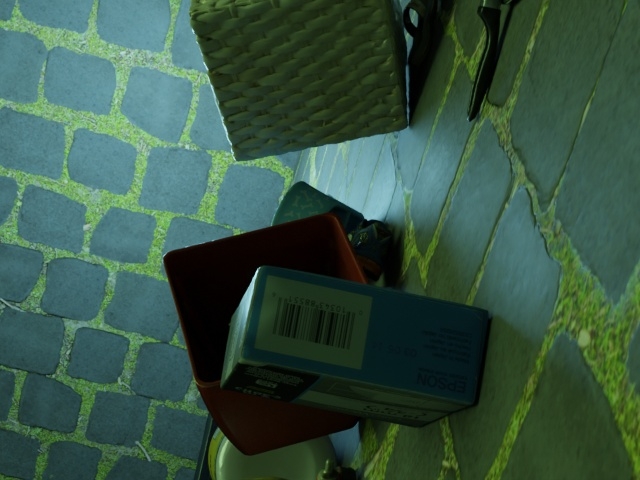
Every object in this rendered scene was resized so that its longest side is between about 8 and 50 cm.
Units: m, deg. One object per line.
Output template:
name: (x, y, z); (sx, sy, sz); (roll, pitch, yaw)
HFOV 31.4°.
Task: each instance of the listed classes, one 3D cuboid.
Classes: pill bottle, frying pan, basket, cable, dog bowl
pill bottle: (-0.088, 0.362, 1.871); (0.334, 0.188, 0.188); (142, 142, -79)
frying pan: (0.221, -0.331, 1.395); (0.197, 0.053, 0.326); (-85, 14, -56)
basket: (-0.025, -0.344, 1.900); (0.266, 0.331, 0.328); (-93, -9, -49)
cable: (-0.011, 0.423, 1.613); (0.139, 0.072, 0.287); (-77, 5, -51)
dog bowl: (0.000, 0.000, 1.919); (0.166, 0.074, 0.297); (-71, -19, -1)

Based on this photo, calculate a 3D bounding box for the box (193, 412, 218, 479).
box: (-0.148, 0.463, 2.158); (0.103, 0.184, 0.261); (121, 161, -68)

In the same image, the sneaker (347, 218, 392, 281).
sneaker: (0.075, 0.009, 1.796); (0.087, 0.083, 0.221); (-60, 10, 0)

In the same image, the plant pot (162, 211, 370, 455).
plant pot: (-0.058, 0.155, 1.652); (0.267, 0.267, 0.235); (-113, 12, -45)

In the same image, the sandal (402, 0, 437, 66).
sandal: (0.161, -0.369, 1.905); (0.072, 0.049, 0.180); (115, 167, -57)

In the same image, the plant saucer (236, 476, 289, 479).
plant saucer: (-0.179, 0.429, 1.597); (0.333, 0.333, 0.081); (72, -168, -60)

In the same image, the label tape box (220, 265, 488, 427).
label tape box: (0.019, 0.134, 1.271); (0.333, 0.241, 0.106); (124, 157, -72)
